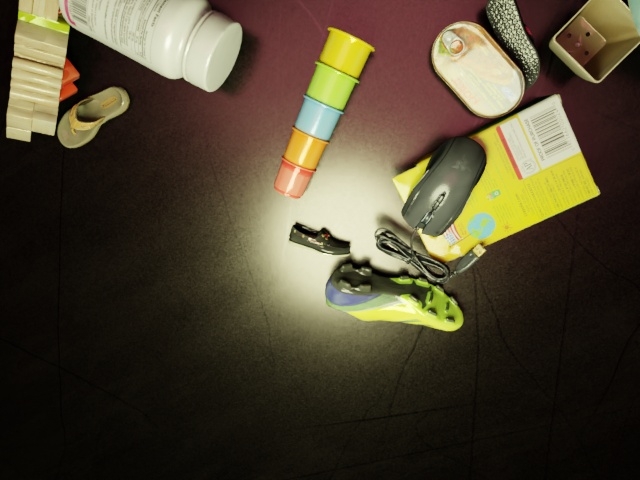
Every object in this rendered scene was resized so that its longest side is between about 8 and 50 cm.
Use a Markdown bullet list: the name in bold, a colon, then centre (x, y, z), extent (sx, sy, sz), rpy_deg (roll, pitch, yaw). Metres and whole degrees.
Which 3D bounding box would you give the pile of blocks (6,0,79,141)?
- **pile of blocks**: centre (-0.532, -0.367, 0.935), extent (0.113, 0.149, 0.361), rpy_deg (8, 117, -31)

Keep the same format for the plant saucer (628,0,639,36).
- **plant saucer**: centre (0.640, -0.415, 0.754), extent (0.318, 0.044, 0.316), rpy_deg (-1, 94, -11)

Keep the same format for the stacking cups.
- **stacking cups**: centre (-0.007, -0.235, 0.913), extent (0.096, 0.096, 0.316), rpy_deg (26, 110, 0)

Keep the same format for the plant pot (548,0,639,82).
- **plant pot**: centre (0.461, -0.344, 0.817), extent (0.109, 0.096, 0.109), rpy_deg (42, 104, -4)

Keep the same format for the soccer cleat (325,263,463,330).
- **soccer cleat**: centre (0.149, 0.132, 0.991), extent (0.290, 0.093, 0.121), rpy_deg (16, 135, -2)

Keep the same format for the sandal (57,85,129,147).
- **sandal**: centre (-0.473, -0.256, 0.973), extent (0.180, 0.049, 0.072), rpy_deg (-29, 99, 13)

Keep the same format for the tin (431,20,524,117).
- **tin**: centre (0.285, -0.309, 0.862), extent (0.189, 0.040, 0.106), rpy_deg (47, 122, -6)

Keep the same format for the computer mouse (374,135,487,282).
- **computer mouse**: centre (0.233, -0.041, 0.852), extent (0.184, 0.060, 0.262), rpy_deg (35, 108, 1)

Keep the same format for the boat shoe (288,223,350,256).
- **boat shoe**: centre (0.000, 0.001, 0.981), extent (0.133, 0.049, 0.041), rpy_deg (16, 113, 7)

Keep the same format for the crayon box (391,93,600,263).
- **crayon box**: centre (0.319, -0.109, 0.900), extent (0.319, 0.081, 0.202), rpy_deg (-25, 99, 12)

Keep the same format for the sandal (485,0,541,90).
- **sandal**: centre (0.348, -0.355, 0.848), extent (0.067, 0.040, 0.179), rpy_deg (-8, 120, 40)

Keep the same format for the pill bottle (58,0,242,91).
- **pill bottle**: centre (-0.298, -0.396, 0.861), extent (0.283, 0.160, 0.160), rpy_deg (28, 105, -1)
